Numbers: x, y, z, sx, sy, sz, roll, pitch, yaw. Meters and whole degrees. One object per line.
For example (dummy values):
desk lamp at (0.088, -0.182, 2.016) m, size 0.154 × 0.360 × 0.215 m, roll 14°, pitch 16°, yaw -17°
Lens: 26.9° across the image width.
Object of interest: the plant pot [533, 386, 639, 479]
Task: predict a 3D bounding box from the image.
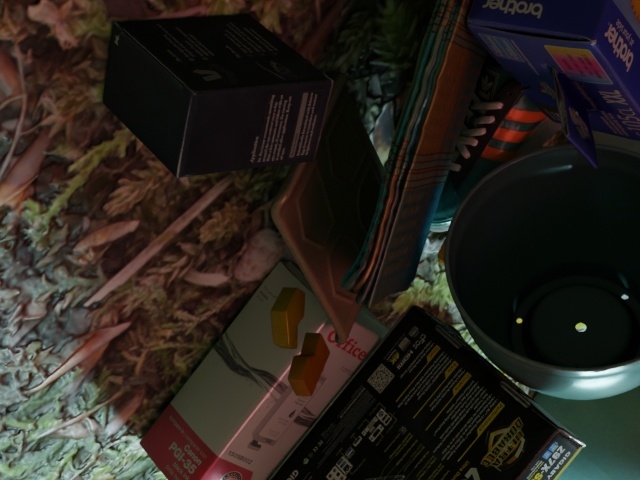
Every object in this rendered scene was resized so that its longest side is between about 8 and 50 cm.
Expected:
plant pot at (0.470, 0.327, 2.085) m, size 0.290 × 0.195 × 0.290 m, roll -22°, pitch 133°, yaw -26°

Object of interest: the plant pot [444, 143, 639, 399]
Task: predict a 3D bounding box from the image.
plant pot at (0.296, 0.064, 1.531) m, size 0.293 × 0.293 × 0.196 m, roll -36°, pitch 147°, yaw -13°

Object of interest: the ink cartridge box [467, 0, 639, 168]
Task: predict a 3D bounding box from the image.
ink cartridge box at (0.302, -0.281, 1.406) m, size 0.270 × 0.151 × 0.395 m, roll 32°, pitch 78°, yaw -56°

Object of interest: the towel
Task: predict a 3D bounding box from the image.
towel at (0.115, -0.117, 1.429) m, size 0.271 × 0.040 × 0.370 m, roll -8°, pitch 116°, yaw -77°

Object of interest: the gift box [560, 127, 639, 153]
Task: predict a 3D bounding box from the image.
gift box at (0.462, -0.156, 1.667) m, size 0.276 × 0.258 × 0.255 m, roll 7°, pitch 115°, yaw -44°

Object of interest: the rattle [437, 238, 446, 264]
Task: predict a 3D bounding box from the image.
rattle at (0.261, 0.014, 1.773) m, size 0.143 × 0.130 × 0.200 m, roll -45°, pitch 166°, yaw 12°

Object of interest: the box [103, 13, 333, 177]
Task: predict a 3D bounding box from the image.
box at (-0.101, -0.142, 1.283) m, size 0.158 × 0.156 × 0.093 m, roll -9°, pitch 127°, yaw -35°

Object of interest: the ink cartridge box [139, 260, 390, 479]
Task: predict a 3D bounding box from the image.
ink cartridge box at (-0.045, 0.192, 1.609) m, size 0.283 × 0.117 × 0.207 m, roll -52°, pitch 138°, yaw 4°

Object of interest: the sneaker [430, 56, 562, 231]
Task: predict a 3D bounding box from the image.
sneaker at (0.206, -0.148, 1.586) m, size 0.302 × 0.108 × 0.121 m, roll -46°, pitch 126°, yaw -2°

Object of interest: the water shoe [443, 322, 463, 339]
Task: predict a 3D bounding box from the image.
water shoe at (0.118, 0.158, 1.771) m, size 0.080 × 0.073 × 0.203 m, roll -24°, pitch 170°, yaw 38°

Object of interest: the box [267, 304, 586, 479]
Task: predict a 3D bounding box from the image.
box at (0.097, 0.269, 1.504) m, size 0.322 × 0.257 × 0.079 m, roll -52°, pitch 139°, yaw 2°

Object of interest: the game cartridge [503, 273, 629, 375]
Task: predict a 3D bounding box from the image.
game cartridge at (0.399, 0.091, 1.783) m, size 0.324 × 0.052 × 0.285 m, roll -10°, pitch 156°, yaw 3°

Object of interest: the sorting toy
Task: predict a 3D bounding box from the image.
sorting toy at (0.000, 0.000, 1.440) m, size 0.307 × 0.041 × 0.229 m, roll -65°, pitch 145°, yaw -38°
